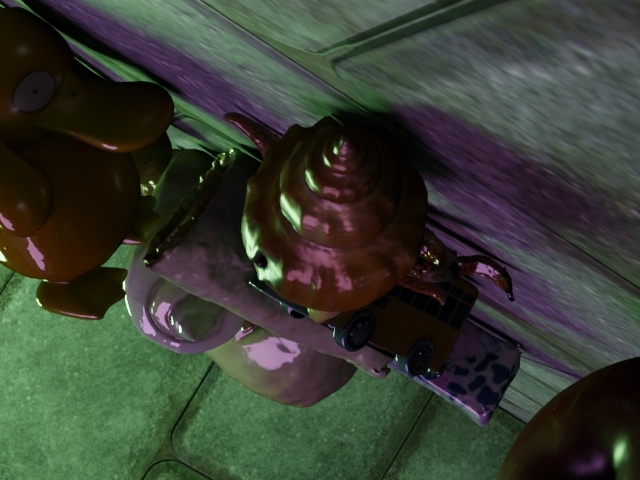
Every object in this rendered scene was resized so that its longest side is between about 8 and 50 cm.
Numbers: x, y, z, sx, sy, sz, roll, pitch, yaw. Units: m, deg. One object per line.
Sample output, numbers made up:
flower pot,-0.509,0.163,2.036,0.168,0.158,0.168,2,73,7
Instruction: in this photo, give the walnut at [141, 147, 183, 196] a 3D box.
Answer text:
walnut,-0.166,-0.063,1.601,0.079,0.083,0.096,-7,-145,-44

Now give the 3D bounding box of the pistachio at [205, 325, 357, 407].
pistachio,-0.028,0.087,1.593,0.226,0.208,0.332,-12,172,-2

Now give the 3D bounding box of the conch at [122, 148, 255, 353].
conch,-0.114,-0.005,1.352,0.158,0.255,0.127,7,144,-17

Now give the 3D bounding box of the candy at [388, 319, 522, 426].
candy,0.135,0.119,1.494,0.160,0.092,0.073,32,171,13

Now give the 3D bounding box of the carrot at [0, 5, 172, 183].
carrot,-0.266,-0.160,1.282,0.074,0.074,0.358,27,171,45

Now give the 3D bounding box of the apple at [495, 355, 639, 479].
apple,0.202,0.173,0.771,0.201,0.218,0.218,24,180,-25

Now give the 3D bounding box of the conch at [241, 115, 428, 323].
conch,-0.004,0.003,0.807,0.109,0.093,0.330,47,160,9

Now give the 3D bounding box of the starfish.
starfish,0.026,-0.013,0.960,0.238,0.057,0.213,29,168,20

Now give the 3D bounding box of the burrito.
burrito,-0.030,0.018,1.243,0.105,0.143,0.299,-30,137,33

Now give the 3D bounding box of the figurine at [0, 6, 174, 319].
figurine,-0.228,-0.069,1.137,0.215,0.215,0.228,30,132,17

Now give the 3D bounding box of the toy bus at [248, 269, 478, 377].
toy bus,0.040,0.037,1.119,0.091,0.103,0.182,28,180,43
